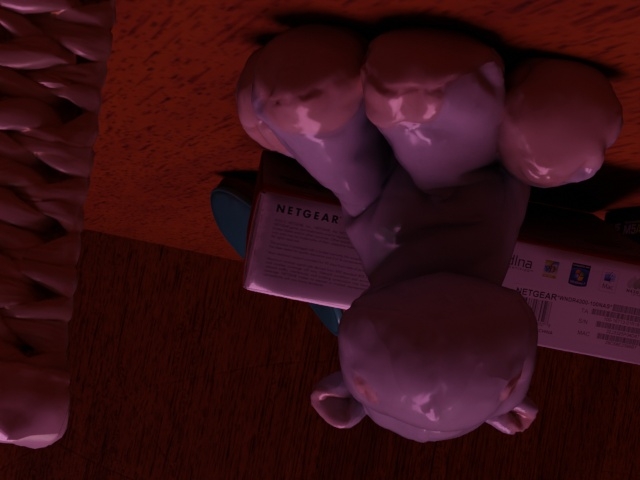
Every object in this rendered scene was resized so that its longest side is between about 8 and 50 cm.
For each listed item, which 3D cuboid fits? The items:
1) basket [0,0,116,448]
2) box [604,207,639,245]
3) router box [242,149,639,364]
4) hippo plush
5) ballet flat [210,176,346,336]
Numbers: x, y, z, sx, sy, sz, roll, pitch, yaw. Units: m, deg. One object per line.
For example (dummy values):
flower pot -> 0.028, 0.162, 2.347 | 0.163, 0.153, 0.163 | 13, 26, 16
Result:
basket -> -0.284, -0.064, 0.707 | 0.328, 0.266, 0.331 | 13, 173, -20
box -> 0.381, 0.007, 1.335 | 0.191, 0.045, 0.184 | 13, 172, -15
router box -> 0.102, 0.006, 1.279 | 0.335, 0.082, 0.301 | 11, -171, -5
hippo plush -> 0.045, 0.006, 0.936 | 0.234, 0.236, 0.294 | 11, 174, -3
ballet flat -> 0.000, 0.000, 1.555 | 0.124, 0.116, 0.342 | -23, -154, -18
